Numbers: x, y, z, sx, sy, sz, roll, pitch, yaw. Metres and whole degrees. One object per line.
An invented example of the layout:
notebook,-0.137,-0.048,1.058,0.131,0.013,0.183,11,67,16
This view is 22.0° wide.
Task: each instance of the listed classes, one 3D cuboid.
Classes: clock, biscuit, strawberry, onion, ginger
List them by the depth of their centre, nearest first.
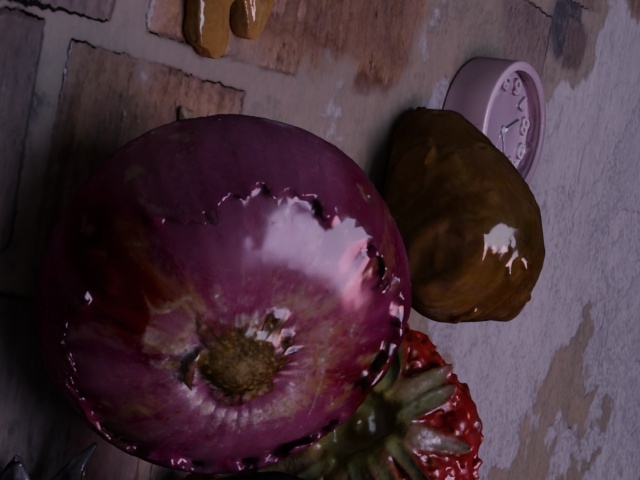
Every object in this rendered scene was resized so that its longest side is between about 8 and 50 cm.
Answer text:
onion,-0.096,0.049,1.585,0.345,0.358,0.358,-142,-123,-78
biscuit,-0.101,-0.315,1.720,0.144,0.040,0.236,-40,133,-53
strawberry,0.072,0.242,1.960,0.343,0.292,0.292,47,57,-73
ginger,0.180,-0.028,2.073,0.200,0.223,0.269,21,83,-55
clock,0.240,-0.153,2.270,0.197,0.068,0.196,-24,118,-54

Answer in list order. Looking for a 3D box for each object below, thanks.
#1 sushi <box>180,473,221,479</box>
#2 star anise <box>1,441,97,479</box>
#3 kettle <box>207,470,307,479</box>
sushi,-0.135,0.358,1.735,0.287,0.149,0.140,-53,142,-45
star anise,-0.266,0.284,1.583,0.180,0.061,0.204,-43,132,-22
kettle,-0.089,0.333,1.501,0.324,0.321,0.228,-28,100,-30
